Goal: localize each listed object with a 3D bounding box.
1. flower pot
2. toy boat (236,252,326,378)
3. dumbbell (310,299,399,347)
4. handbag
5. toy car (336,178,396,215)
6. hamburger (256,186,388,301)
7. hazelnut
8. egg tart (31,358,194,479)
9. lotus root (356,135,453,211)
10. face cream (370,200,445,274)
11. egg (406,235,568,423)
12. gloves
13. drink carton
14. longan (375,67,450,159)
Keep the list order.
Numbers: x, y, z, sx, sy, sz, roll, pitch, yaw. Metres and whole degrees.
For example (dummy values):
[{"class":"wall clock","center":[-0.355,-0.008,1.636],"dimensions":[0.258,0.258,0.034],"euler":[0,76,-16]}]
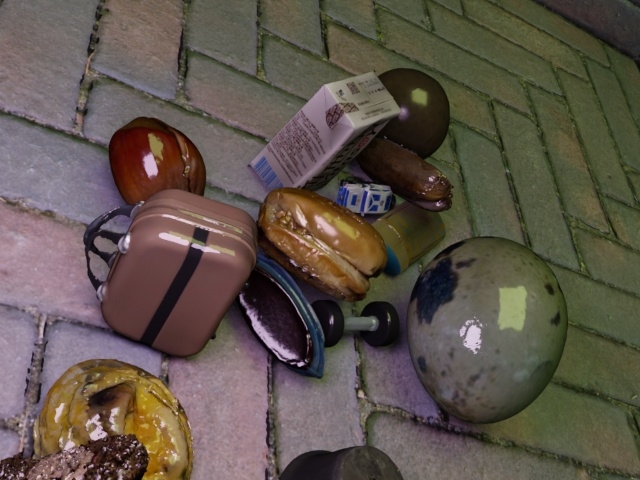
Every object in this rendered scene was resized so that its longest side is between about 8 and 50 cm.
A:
[{"class":"flower pot","center":[0.056,0.458,1.495],"dimensions":[0.235,0.148,0.235],"euler":[21,45,-23]},{"class":"toy boat","center":[-0.084,0.144,1.682],"dimensions":[0.309,0.129,0.142],"euler":[56,6,10]},{"class":"dumbbell","center":[0.068,0.177,1.789],"dimensions":[0.191,0.100,0.100],"euler":[4,54,-37]},{"class":"handbag","center":[-0.276,0.047,1.465],"dimensions":[0.283,0.302,0.149],"euler":[24,42,-14]},{"class":"toy car","center":[0.115,-0.101,2.072],"dimensions":[0.171,0.080,0.070],"euler":[1,17,-39]},{"class":"hamburger","center":[-0.003,-0.001,1.769],"dimensions":[0.284,0.174,0.304],"euler":[30,2,-7]},{"class":"hazelnut","center":[-0.317,-0.139,1.684],"dimensions":[0.181,0.181,0.212],"euler":[36,24,24]},{"class":"egg tart","center":[-0.312,0.316,1.333],"dimensions":[0.297,0.132,0.297],"euler":[23,48,-28]},{"class":"lotus root","center":[0.183,-0.166,2.116],"dimensions":[0.078,0.167,0.329],"euler":[-40,49,-25]},{"class":"face cream","center":[0.209,-0.014,2.098],"dimensions":[0.285,0.067,0.139],"euler":[-32,89,-50]},{"class":"egg","center":[0.355,0.193,1.831],"dimensions":[0.345,0.345,0.428],"euler":[28,57,-19]},{"class":"gloves","center":[-0.371,0.349,1.132],"dimensions":[0.210,0.312,0.135],"euler":[-11,87,-73]},{"class":"drink carton","center":[0.007,-0.228,1.924],"dimensions":[0.194,0.324,0.132],"euler":[-27,80,-47]},{"class":"longan","center":[0.227,-0.334,2.275],"dimensions":[0.258,0.258,0.258],"euler":[23,44,-24]}]
